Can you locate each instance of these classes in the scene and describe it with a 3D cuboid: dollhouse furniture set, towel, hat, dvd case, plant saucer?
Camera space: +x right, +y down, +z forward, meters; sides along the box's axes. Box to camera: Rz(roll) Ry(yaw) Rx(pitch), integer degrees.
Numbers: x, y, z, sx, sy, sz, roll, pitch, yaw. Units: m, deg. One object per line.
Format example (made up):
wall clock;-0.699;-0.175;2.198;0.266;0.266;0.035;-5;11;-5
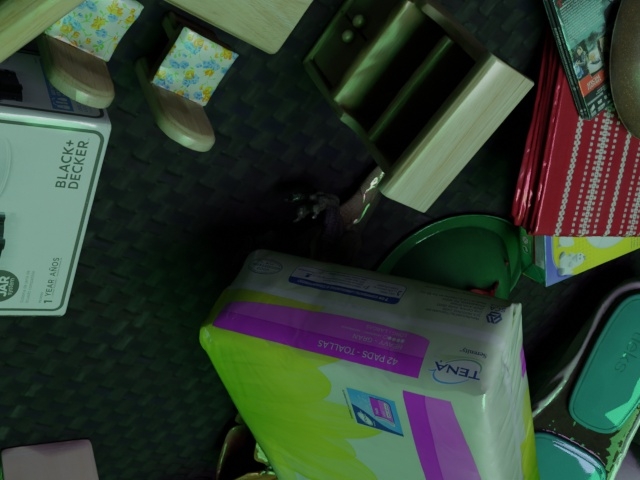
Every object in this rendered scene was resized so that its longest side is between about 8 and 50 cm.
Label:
dollhouse furniture set;-0.016;-0.138;0.497;0.242;0.161;0.212;19;119;-39
towel;0.297;-0.100;0.747;0.275;0.031;0.198;0;105;-28
hat;0.149;0.093;0.779;0.208;0.183;0.173;2;127;-28
dvd case;0.225;-0.169;0.661;0.087;0.013;0.119;-38;121;-14
plant saucer;0.303;-0.162;0.685;0.168;0.029;0.168;-13;112;-33

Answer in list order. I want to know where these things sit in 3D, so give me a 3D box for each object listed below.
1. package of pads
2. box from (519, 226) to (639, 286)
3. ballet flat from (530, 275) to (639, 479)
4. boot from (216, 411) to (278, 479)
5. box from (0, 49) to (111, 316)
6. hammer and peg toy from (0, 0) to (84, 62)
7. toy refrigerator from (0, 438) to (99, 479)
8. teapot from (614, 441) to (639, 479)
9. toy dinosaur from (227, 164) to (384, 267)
package of pads;0.049;0.145;0.666;0.101;0.229;0.296;-60;147;-34
box;0.277;-0.033;0.804;0.179;0.043;0.105;-21;119;-21
ballet flat;0.298;0.216;0.981;0.139;0.139;0.400;17;108;-38
boot;-0.008;0.269;0.916;0.220;0.109;0.283;1;127;-29
box;-0.292;-0.042;0.499;0.290;0.087;0.169;2;129;-29
hammer and peg toy;-0.224;-0.201;0.327;0.266;0.127;0.361;-27;127;-3
toy refrigerator;-0.287;0.329;0.836;0.094;0.102;0.269;0;130;-27
teapot;0.339;0.340;1.092;0.256;0.187;0.252;-35;-179;-10
toy dinosaur;0.000;0.000;0.712;0.118;0.064;0.268;14;120;-44
